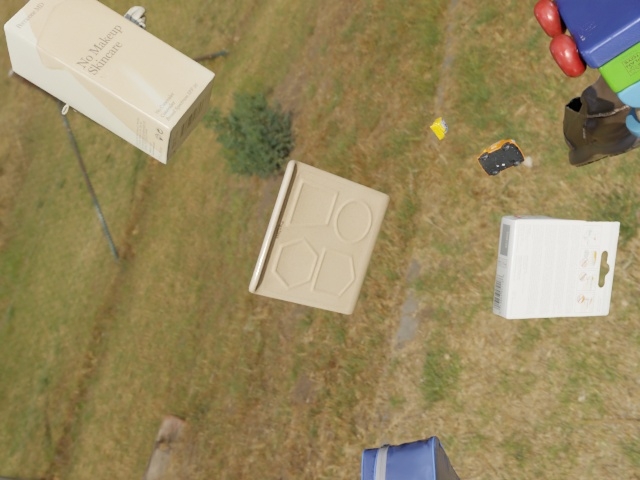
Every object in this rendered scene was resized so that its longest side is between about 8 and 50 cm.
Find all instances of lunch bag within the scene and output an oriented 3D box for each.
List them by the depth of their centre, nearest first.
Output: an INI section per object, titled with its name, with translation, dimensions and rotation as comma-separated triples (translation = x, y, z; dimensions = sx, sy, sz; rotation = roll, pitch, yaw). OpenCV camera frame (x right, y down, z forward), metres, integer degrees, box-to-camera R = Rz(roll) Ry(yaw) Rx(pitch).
[lunch bag]
translation = 0.067, 0.195, 0.500
dimensions = 0.065, 0.098, 0.067
rotation = -14, 35, 19

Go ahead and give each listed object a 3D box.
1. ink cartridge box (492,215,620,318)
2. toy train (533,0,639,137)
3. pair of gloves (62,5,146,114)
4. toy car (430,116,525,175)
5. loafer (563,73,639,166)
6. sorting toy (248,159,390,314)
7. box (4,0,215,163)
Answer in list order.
[ink cartridge box]
translation = 0.342, 0.037, 0.988
dimensions = 0.045, 0.179, 0.146
rotation = -155, 67, -68
[toy train]
translation = 0.294, -0.213, 0.685
dimensions = 0.105, 0.143, 0.248
rotation = -32, 30, 28
[pair of gloves]
translation = -0.417, -0.355, 1.323
dimensions = 0.240, 0.042, 0.204
rotation = -46, 28, 14
[toy car]
translation = 0.208, -0.136, 0.887
dimensions = 0.060, 0.122, 0.041
rotation = -45, 12, 42
[loafer]
translation = 0.444, -0.198, 1.012
dimensions = 0.133, 0.366, 0.130
rotation = -23, 89, -5
[sorting toy]
translation = 0.000, 0.000, 0.991
dimensions = 0.038, 0.208, 0.193
rotation = 20, 93, 50
[box]
translation = -0.350, -0.284, 1.145
dimensions = 0.148, 0.311, 0.121
rotation = -61, 3, -27
